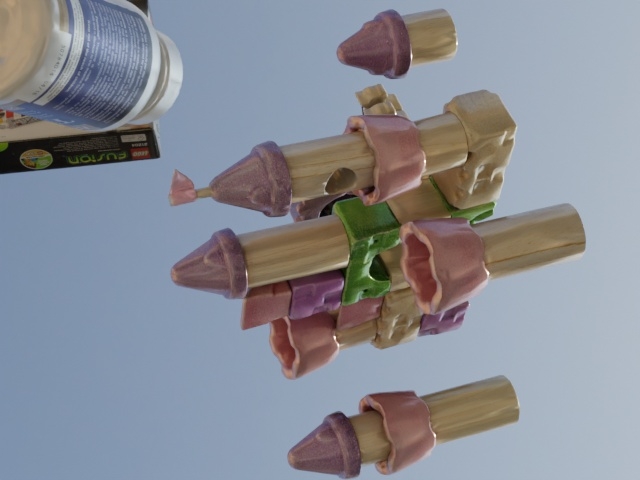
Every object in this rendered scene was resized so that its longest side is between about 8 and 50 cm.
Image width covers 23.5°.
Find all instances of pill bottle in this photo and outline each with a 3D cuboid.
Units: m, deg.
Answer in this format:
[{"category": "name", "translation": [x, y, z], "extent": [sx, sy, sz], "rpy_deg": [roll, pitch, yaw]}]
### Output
[{"category": "pill bottle", "translation": [-0.118, -0.088, 0.722], "extent": [0.067, 0.120, 0.067], "rpy_deg": [-3, -97, 28]}]

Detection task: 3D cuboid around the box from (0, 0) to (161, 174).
[{"category": "box", "translation": [-0.212, -0.099, 1.018], "extent": [0.207, 0.114, 0.036], "rpy_deg": [-5, -33, -1]}]

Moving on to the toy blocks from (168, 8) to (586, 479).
[{"category": "toy blocks", "translation": [0.000, 0.000, 1.183], "extent": [0.260, 0.309, 0.288], "rpy_deg": [-13, -36, -17]}]
